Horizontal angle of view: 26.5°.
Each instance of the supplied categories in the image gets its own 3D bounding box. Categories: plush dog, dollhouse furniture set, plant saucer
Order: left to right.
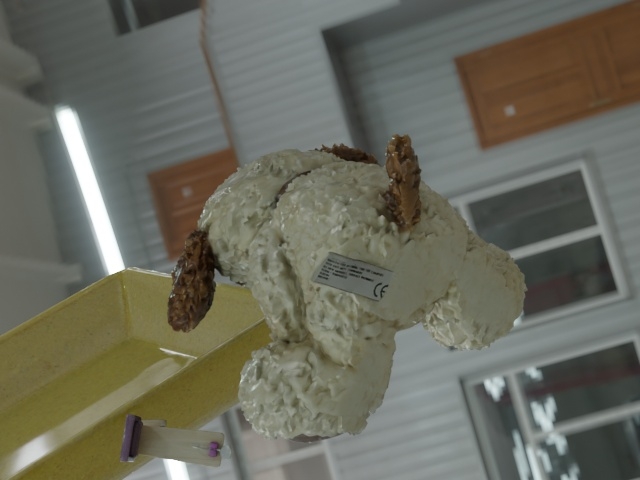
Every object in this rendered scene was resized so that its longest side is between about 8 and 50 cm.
[{"bbox_3d":[-0.222,0.145,1.243,0.333,0.333,0.081,6,122,55],"label":"plant saucer"},{"bbox_3d":[-0.111,0.196,1.041,0.091,0.081,0.114,92,-174,-80],"label":"dollhouse furniture set"},{"bbox_3d":[0.000,0.000,1.039,0.225,0.262,0.210,22,132,45],"label":"plush dog"}]
